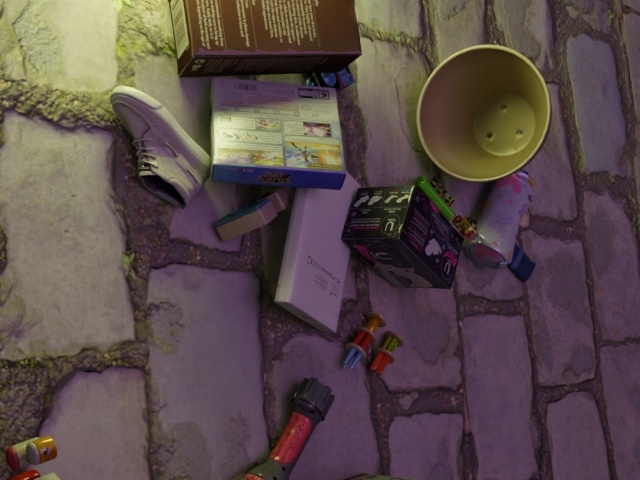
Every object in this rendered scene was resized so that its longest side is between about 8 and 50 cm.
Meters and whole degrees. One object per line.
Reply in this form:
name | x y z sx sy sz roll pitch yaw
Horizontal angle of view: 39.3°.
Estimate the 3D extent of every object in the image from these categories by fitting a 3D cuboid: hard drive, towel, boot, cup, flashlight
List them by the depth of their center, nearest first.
boot | -0.326 -0.177 1.755 0.258 0.095 0.123 42 52 -25
flashlight | -0.072 0.420 1.831 0.103 0.103 0.304 40 60 -16
hard drive | 0.000 0.000 1.948 0.233 0.047 0.353 39 56 -55
cup | 0.438 -0.303 2.262 0.237 0.331 0.331 3 78 -64
towel | 0.529 0.052 2.410 0.119 0.029 0.067 45 58 -22

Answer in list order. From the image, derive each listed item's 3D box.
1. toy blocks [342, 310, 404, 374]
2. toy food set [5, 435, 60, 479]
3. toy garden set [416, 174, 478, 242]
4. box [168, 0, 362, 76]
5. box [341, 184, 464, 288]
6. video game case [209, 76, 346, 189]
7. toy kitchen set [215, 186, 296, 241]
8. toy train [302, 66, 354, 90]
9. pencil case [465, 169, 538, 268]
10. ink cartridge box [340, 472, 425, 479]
toy blocks | 0.115 0.254 2.036 0.123 0.054 0.148 49 56 -19
toy food set | -0.497 0.428 1.485 0.104 0.111 0.232 -15 122 -38
toy garden set | 0.313 -0.078 2.127 0.049 0.244 0.204 -41 93 8
box | -0.117 -0.459 1.894 0.381 0.143 0.191 -6 84 -22
box | 0.190 -0.002 2.044 0.247 0.163 0.142 42 57 -43
video game case | -0.092 -0.221 1.853 0.269 0.061 0.244 3 53 -12
toy kitchen set | -0.150 -0.124 1.893 0.166 0.122 0.207 62 33 -10
toy train | -0.001 -0.416 2.068 0.105 0.080 0.184 -30 96 -46
pencil case | 0.472 -0.057 2.333 0.124 0.113 0.273 31 63 -4
ink cartridge box | 0.096 0.548 1.848 0.193 0.234 0.088 -5 85 -39
